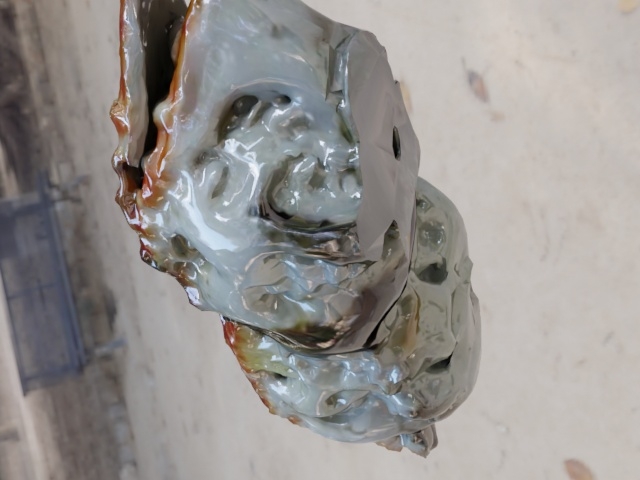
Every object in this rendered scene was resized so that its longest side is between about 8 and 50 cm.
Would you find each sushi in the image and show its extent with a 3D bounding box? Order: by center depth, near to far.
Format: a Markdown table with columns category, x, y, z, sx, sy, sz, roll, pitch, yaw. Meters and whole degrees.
| category | x | y | z | sx | sy | sz | roll | pitch | yaw |
| --- | --- | --- | --- | --- | --- | --- | --- | --- | --- |
| sushi | 0.000 | 0.000 | 0.569 | 0.332 | 0.130 | 0.124 | 64 | -143 | -57 |
